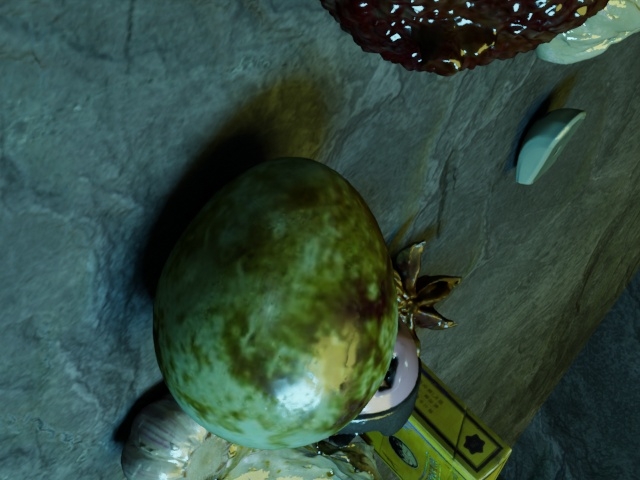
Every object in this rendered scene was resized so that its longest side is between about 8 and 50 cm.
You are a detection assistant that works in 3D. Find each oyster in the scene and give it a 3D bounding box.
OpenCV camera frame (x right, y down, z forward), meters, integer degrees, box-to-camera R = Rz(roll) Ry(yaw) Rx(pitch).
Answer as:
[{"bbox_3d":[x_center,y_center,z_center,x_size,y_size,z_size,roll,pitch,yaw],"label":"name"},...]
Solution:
[{"bbox_3d":[0.001,0.336,1.599,0.361,0.096,0.221,24,145,-33],"label":"oyster"}]

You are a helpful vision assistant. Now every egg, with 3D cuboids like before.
[{"bbox_3d":[-0.040,0.060,1.044,0.238,0.238,0.289,-10,117,-57],"label":"egg"}]

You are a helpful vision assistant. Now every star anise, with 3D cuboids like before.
[{"bbox_3d":[0.098,0.093,1.503,0.212,0.111,0.196,15,83,-44],"label":"star anise"}]

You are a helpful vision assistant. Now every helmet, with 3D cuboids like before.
[{"bbox_3d":[0.018,0.118,1.255,0.198,0.253,0.154,-1,128,-10],"label":"helmet"}]

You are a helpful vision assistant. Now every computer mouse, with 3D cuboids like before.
[{"bbox_3d":[0.338,-0.147,1.640,0.089,0.056,0.181,-36,163,-25],"label":"computer mouse"}]

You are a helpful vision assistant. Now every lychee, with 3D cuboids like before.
[{"bbox_3d":[0.109,-0.249,0.809,0.260,0.260,0.260,-40,156,-21],"label":"lychee"}]

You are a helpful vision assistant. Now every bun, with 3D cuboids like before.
[{"bbox_3d":[0.344,-0.306,1.292,0.231,0.133,0.231,-42,157,-22],"label":"bun"}]

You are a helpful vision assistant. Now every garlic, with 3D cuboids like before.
[{"bbox_3d":[-0.169,0.238,1.273,0.159,0.102,0.147,-55,146,-16],"label":"garlic"}]

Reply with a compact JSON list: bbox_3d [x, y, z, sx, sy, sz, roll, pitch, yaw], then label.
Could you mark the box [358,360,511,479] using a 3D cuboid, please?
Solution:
[{"bbox_3d":[0.128,0.263,1.592,0.084,0.301,0.193,-35,155,-25],"label":"box"}]
